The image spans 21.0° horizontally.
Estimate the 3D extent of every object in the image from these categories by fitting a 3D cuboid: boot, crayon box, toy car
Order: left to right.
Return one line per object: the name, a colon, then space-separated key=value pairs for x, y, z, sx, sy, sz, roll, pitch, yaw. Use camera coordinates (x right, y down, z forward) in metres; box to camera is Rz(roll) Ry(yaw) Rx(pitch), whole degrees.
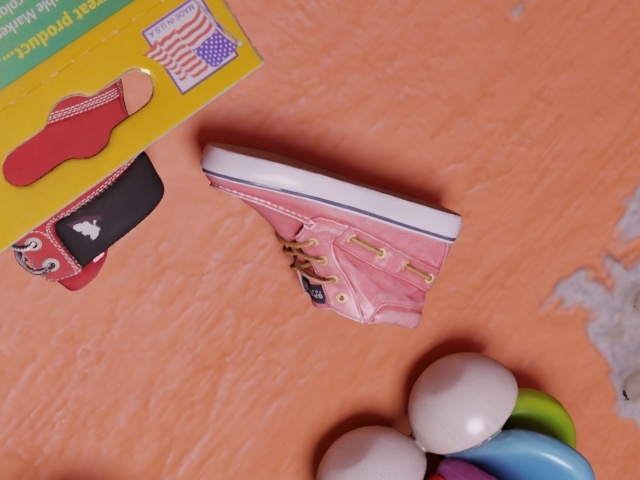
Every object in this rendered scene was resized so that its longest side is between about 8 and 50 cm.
crayon box: x=-0.201 y=-0.162 z=0.823 sx=0.203 sy=0.083 sz=0.323 roll=-38 pitch=103 yaw=-21
boot: x=-0.208 y=-0.025 z=0.933 sx=0.244 sy=0.088 sz=0.176 roll=-25 pitch=117 yaw=-16
toy car: x=0.098 y=0.175 z=1.097 sx=0.182 sy=0.136 sz=0.159 roll=-38 pitch=117 yaw=-6

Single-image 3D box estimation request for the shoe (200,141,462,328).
shoe: x=0.000 y=0.000 z=1.036 sx=0.178 sy=0.063 sz=0.081 roll=16 pitch=97 yaw=-30
